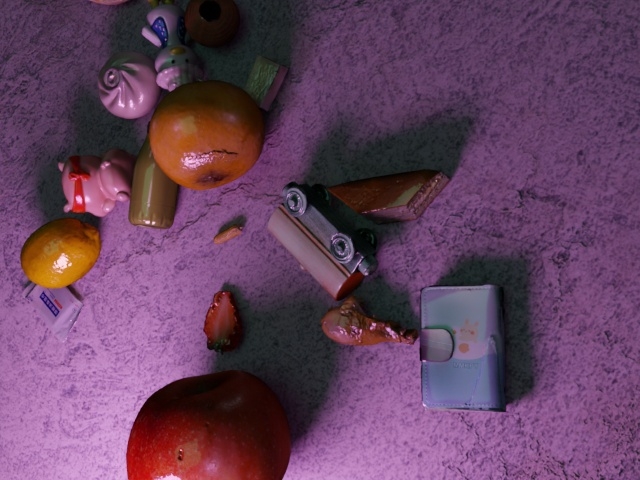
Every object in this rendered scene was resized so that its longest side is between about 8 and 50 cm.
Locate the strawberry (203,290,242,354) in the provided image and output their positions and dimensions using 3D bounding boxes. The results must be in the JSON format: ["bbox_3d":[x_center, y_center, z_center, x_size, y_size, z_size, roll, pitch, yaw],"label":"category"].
[{"bbox_3d":[-0.222,0.192,1.805,0.103,0.048,0.152,-4,67,30],"label":"strawberry"}]

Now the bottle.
[{"bbox_3d":[-0.400,-0.162,1.892,0.112,0.112,0.260,4,85,24],"label":"bottle"}]

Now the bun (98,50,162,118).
[{"bbox_3d":[-0.490,-0.398,1.962,0.172,0.120,0.173,-2,83,22],"label":"bun"}]

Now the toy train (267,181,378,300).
[{"bbox_3d":[0.000,0.000,1.696,0.285,0.116,0.177,45,123,22],"label":"toy train"}]

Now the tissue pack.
[{"bbox_3d":[-0.696,0.158,2.028,0.193,0.026,0.123,43,101,23],"label":"tissue pack"}]

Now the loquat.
[{"bbox_3d":[-0.255,-0.240,1.760,0.262,0.263,0.263,-3,82,24],"label":"loquat"}]

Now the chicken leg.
[{"bbox_3d":[0.105,0.176,1.646,0.207,0.085,0.101,7,75,16],"label":"chicken leg"}]

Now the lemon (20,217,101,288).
[{"bbox_3d":[-0.650,0.029,1.947,0.207,0.170,0.170,-38,70,16],"label":"lemon"}]

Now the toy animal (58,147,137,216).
[{"bbox_3d":[-0.559,-0.145,1.944,0.197,0.171,0.172,-11,79,14],"label":"toy animal"}]

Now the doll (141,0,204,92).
[{"bbox_3d":[-0.366,-0.481,1.919,0.119,0.138,0.293,-41,59,58],"label":"doll"}]

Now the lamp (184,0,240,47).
[{"bbox_3d":[-0.260,-0.533,1.871,0.136,0.136,0.137,-3,82,24],"label":"lamp"}]

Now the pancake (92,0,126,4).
[{"bbox_3d":[-0.534,-0.804,2.061,0.382,0.071,0.383,-3,82,22],"label":"pancake"}]

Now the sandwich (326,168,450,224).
[{"bbox_3d":[0.144,-0.093,1.653,0.257,0.094,0.096,-8,75,24],"label":"sandwich"}]

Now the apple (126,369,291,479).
[{"bbox_3d":[-0.233,0.430,1.619,0.348,0.348,0.277,-7,98,23],"label":"apple"}]

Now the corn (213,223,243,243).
[{"bbox_3d":[-0.218,-0.017,1.839,0.083,0.027,0.028,-26,57,21],"label":"corn"}]

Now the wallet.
[{"bbox_3d":[0.285,0.215,1.559,0.176,0.075,0.251,-2,81,20],"label":"wallet"}]

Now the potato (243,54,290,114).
[{"bbox_3d":[-0.132,-0.369,1.831,0.086,0.061,0.122,27,95,22],"label":"potato"}]
